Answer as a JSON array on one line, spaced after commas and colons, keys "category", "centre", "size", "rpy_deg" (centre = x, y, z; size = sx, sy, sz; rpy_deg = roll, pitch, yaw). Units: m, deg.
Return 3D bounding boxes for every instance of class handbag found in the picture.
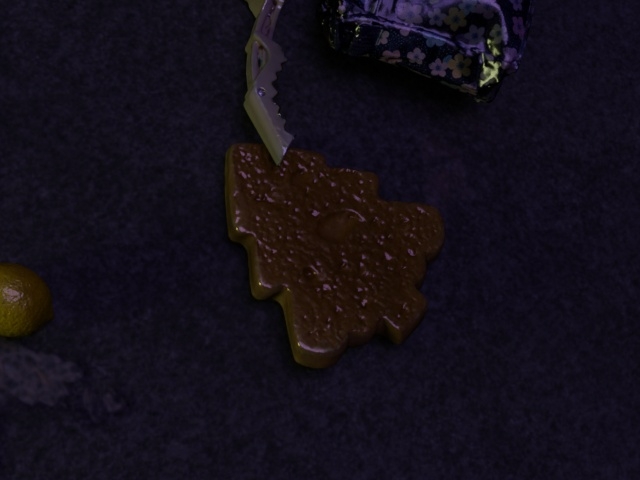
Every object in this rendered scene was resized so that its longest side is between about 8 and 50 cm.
[{"category": "handbag", "centre": [0.105, -0.249, 1.568], "size": [0.208, 0.127, 0.228], "rpy_deg": [20, 64, -7]}]

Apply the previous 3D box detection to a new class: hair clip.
[{"category": "hair clip", "centre": [-0.056, -0.171, 1.509], "size": [0.072, 0.034, 0.226], "rpy_deg": [10, 58, -16]}]

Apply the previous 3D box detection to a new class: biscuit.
[{"category": "biscuit", "centre": [0.000, 0.000, 1.478], "size": [0.239, 0.041, 0.212], "rpy_deg": [44, 61, 5]}]

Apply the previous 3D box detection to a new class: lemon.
[{"category": "lemon", "centre": [-0.260, 0.049, 1.341], "size": [0.083, 0.062, 0.062], "rpy_deg": [23, 63, -13]}]
